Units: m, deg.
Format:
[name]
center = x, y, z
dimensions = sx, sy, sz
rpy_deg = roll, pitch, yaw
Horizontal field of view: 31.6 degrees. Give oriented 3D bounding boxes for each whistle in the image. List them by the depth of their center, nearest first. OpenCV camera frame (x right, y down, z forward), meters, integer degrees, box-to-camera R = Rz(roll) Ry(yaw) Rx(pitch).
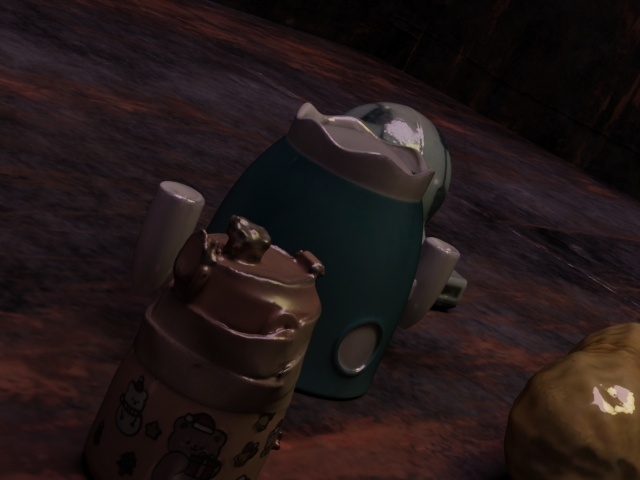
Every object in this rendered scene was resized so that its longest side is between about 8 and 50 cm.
[whistle]
center = 0.079, -0.061, 1.209
dimensions = 0.164, 0.163, 0.289
rpy_deg = 18, 16, -28

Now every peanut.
[peanut]
center = 0.221, 0.131, 0.834
dimensions = 0.130, 0.130, 0.290
rpy_deg = 30, 17, 18

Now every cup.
[cup]
center = 0.000, 0.000, 0.829
dimensions = 0.300, 0.173, 0.167
rpy_deg = 11, 21, -45

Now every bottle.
[bottle]
center = -0.050, 0.060, 0.574
dimensions = 0.099, 0.152, 0.099
rpy_deg = 24, 13, -6
